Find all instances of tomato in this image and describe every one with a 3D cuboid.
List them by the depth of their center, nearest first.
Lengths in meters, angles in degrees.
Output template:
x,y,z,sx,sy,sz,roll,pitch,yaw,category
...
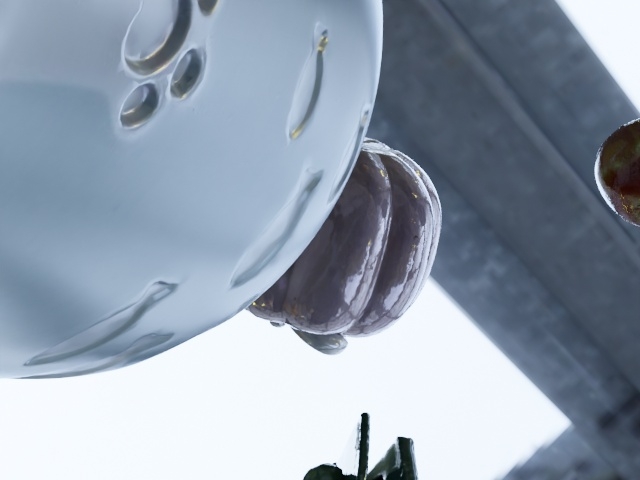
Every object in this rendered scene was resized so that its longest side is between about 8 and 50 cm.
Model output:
x,y,z,sx,sy,sz,roll,pitch,yaw,category
0.244,-0.047,1.380,0.087,0.087,0.075,-21,-140,24,tomato

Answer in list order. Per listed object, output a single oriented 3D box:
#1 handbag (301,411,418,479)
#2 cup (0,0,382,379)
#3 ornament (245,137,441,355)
x,y,z,sx,sy,sz,roll,pitch,yaw,category
-0.024,0.286,1.262,0.274,0.100,0.268,-86,-159,-59,handbag
-0.160,-0.047,0.618,0.356,0.274,0.259,-46,-114,13,cup
-0.001,0.000,1.413,0.177,0.177,0.177,-20,-131,25,ornament
